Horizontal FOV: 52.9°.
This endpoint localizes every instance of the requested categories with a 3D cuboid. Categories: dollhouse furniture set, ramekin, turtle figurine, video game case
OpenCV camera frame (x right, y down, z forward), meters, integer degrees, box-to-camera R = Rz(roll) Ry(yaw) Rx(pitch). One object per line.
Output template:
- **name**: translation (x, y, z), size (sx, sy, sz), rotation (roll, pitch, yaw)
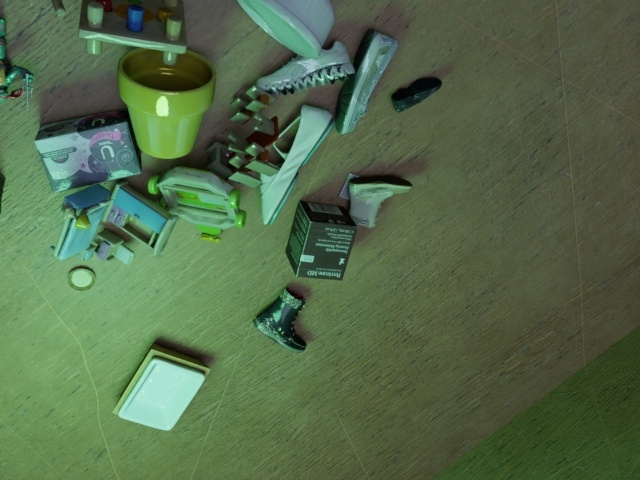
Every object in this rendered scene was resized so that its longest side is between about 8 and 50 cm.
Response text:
- **dollhouse furniture set**: translation (-0.596, 0.010, 1.800), size (0.198, 0.303, 0.286), rotation (34, 116, 7)
- **ramekin**: translation (-0.083, -0.618, 1.709), size (0.273, 0.273, 0.127), rotation (35, 90, -29)
- **turtle figurine**: translation (-0.839, -0.441, 1.648), size (0.175, 0.118, 0.234), rotation (-16, 106, -25)
- **dollhouse furniture set**: translation (-0.208, -0.270, 1.872), size (0.135, 0.262, 0.259), rotation (21, 144, -39)
- **video game case**: translation (0.132, -0.169, 2.152), size (0.122, 0.011, 0.087), rotation (17, 111, -25)

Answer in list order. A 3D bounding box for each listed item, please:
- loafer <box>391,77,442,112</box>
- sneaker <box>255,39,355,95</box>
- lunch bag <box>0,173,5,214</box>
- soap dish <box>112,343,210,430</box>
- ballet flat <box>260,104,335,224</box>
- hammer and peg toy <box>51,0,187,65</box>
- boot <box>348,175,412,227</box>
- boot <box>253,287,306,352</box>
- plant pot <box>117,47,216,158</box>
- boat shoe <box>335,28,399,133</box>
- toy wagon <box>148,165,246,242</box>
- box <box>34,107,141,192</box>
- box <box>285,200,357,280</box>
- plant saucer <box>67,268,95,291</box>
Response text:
- **loafer**: translation (0.304, -0.461, 2.030), size (0.170, 0.062, 0.061), rotation (-22, 143, -1)
- **sneaker**: translation (-0.052, -0.500, 1.879), size (0.292, 0.110, 0.118), rotation (-15, 95, -2)
- **lunch bag**: translation (-1.006, -0.072, 1.722), size (0.287, 0.235, 0.169), rotation (-41, 127, 6)
- **soap dish**: translation (-0.554, 0.508, 2.240), size (0.229, 0.118, 0.291), rotation (26, 107, -27)
- **ballet flat**: translation (-0.106, -0.242, 1.988), size (0.139, 0.139, 0.400), rotation (26, 103, -27)
- **hammer and peg toy**: translation (-0.519, -0.559, 1.599), size (0.361, 0.266, 0.127), rotation (3, 134, -20)
- **boot**: translation (0.194, -0.127, 2.143), size (0.213, 0.077, 0.165), rotation (-2, 117, -10)
- **boot**: translation (-0.099, 0.286, 2.282), size (0.236, 0.085, 0.178), rotation (36, 100, -29)
- **plant pot**: translation (-0.419, -0.366, 1.756), size (0.254, 0.254, 0.239), rotation (-2, 134, -16)
- **boat shoe**: translation (0.134, -0.466, 1.937), size (0.103, 0.118, 0.320), rotation (15, 104, -21)
- **toy wagon**: translation (-0.358, -0.102, 1.940), size (0.267, 0.068, 0.344), rotation (11, 154, 8)
- **box**: translation (-0.641, -0.254, 1.792), size (0.247, 0.142, 0.163), rotation (-14, 121, -10)
- **box**: translation (0.000, 0.000, 2.110), size (0.169, 0.167, 0.203), rotation (6, 115, -20)
- **plant saucer**: translation (-0.755, 0.122, 2.031), size (0.083, 0.015, 0.083), rotation (-8, 119, -14)
